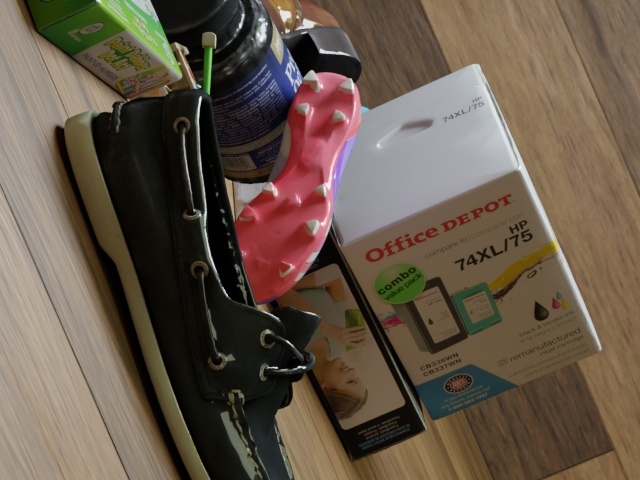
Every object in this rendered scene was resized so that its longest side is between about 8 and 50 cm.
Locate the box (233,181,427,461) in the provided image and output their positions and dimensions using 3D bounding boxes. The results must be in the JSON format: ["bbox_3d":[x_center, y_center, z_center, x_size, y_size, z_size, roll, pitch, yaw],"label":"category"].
[{"bbox_3d":[0.009,0.063,1.920,0.169,0.087,0.290,-99,165,-67],"label":"box"}]

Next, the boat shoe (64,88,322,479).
[{"bbox_3d":[-0.058,0.055,1.219,0.127,0.113,0.340,45,23,-76],"label":"boat shoe"}]

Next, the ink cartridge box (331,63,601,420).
[{"bbox_3d":[0.138,0.002,1.910,0.197,0.198,0.270,-104,168,-52],"label":"ink cartridge box"}]

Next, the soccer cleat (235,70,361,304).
[{"bbox_3d":[-0.019,-0.040,1.687,0.095,0.083,0.248,82,24,-62],"label":"soccer cleat"}]

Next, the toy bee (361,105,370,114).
[{"bbox_3d":[-0.015,-0.079,2.058,0.195,0.298,0.162,13,-86,52],"label":"toy bee"}]

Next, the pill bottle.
[{"bbox_3d":[-0.089,-0.160,1.733,0.219,0.122,0.123,60,9,-51],"label":"pill bottle"}]

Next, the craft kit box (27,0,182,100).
[{"bbox_3d":[-0.200,-0.250,1.431,0.247,0.061,0.250,65,6,11],"label":"craft kit box"}]

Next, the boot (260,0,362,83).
[{"bbox_3d":[-0.110,-0.277,1.922,0.264,0.096,0.280,0,44,-37],"label":"boot"}]

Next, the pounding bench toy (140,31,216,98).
[{"bbox_3d":[-0.116,-0.133,1.574,0.052,0.083,0.065,-2,68,-84],"label":"pounding bench toy"}]
